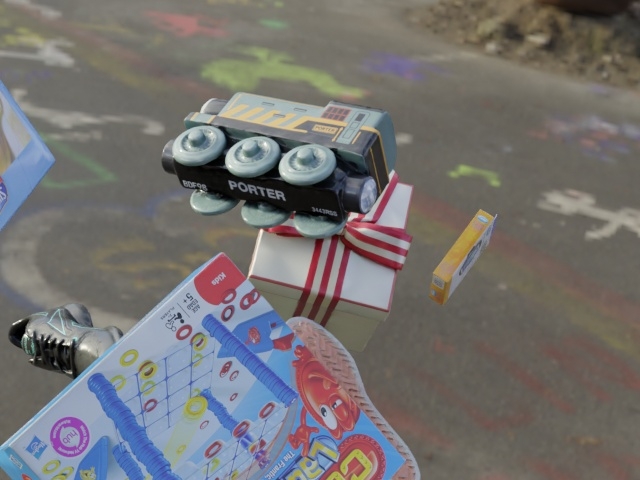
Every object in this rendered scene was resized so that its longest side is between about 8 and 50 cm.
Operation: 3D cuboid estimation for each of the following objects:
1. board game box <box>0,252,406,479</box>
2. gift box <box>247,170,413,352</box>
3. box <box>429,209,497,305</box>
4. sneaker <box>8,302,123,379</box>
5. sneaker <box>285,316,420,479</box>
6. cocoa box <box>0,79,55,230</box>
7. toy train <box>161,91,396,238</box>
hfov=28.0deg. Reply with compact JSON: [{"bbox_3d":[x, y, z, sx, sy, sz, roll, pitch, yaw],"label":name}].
[{"bbox_3d":[-0.117,0.224,1.324,0.302,0.086,0.308,49,61,-5],"label":"board game box"},{"bbox_3d":[0.000,0.000,2.064,0.255,0.276,0.258,10,-23,-6],"label":"gift box"},{"bbox_3d":[0.198,0.018,1.770,0.028,0.081,0.136,31,67,15],"label":"box"},{"bbox_3d":[-0.335,0.153,1.717,0.106,0.101,0.267,-3,11,-29],"label":"sneaker"},{"bbox_3d":[0.013,0.257,1.837,0.108,0.121,0.302,-20,74,-50],"label":"sneaker"},{"bbox_3d":[-0.423,-0.038,1.061,0.228,0.231,0.347,-21,25,25],"label":"cocoa box"},{"bbox_3d":[-0.054,-0.116,1.783,0.334,0.142,0.190,12,48,29],"label":"toy train"}]
